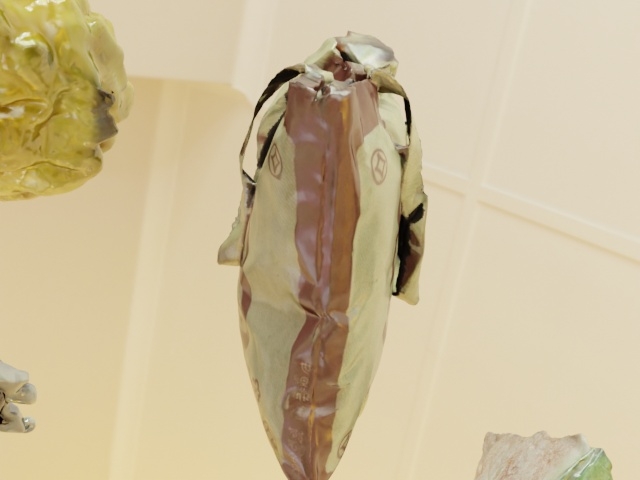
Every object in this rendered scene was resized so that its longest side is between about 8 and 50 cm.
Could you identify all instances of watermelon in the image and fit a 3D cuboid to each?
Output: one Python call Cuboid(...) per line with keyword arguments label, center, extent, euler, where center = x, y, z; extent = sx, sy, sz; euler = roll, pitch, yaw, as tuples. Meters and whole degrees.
Cuboid(label="watermelon", center=(0.210, 0.324, 0.872), extent=(0.231, 0.193, 0.310), euler=(29, -30, 38))

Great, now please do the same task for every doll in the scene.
Cuboid(label="doll", center=(-0.304, 0.119, 0.679), extent=(0.096, 0.195, 0.070), euler=(-34, -135, 5))

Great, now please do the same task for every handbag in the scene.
Cuboid(label="handbag", center=(0.000, 0.000, 0.512), extent=(0.127, 0.213, 0.235), euler=(5, -67, 3))

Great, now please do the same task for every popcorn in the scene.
Cuboid(label="popcorn", center=(-0.303, -0.145, 0.727), extent=(0.215, 0.252, 0.286), euler=(53, -8, 36))

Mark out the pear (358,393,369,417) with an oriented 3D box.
Cuboid(label="pear", center=(0.042, 0.273, 1.441), extent=(0.097, 0.092, 0.092), euler=(-27, -112, 1))
